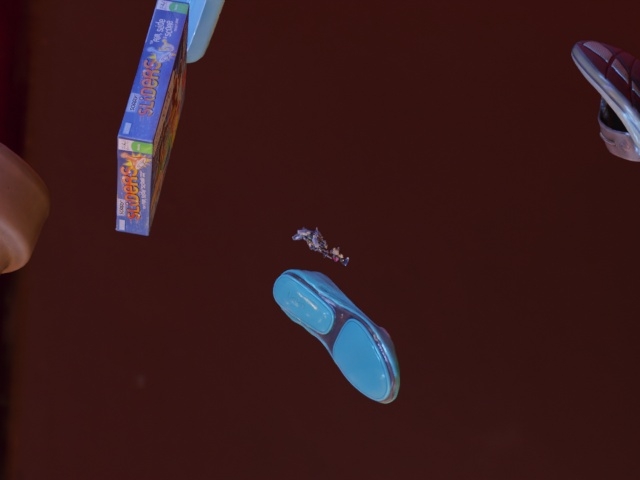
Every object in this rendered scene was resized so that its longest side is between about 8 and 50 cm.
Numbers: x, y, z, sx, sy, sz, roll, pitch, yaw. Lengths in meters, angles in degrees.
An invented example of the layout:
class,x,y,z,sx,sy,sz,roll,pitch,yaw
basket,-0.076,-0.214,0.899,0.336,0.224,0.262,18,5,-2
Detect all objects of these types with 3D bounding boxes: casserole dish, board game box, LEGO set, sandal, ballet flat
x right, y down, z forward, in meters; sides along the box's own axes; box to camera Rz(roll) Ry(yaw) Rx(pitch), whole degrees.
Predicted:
class,x,y,z,sx,sy,sz,roll,pitch,yaw
casserole dish,-0.167,-0.322,2.472,0.037,0.188,0.114,13,-165,-30
board game box,-0.166,-0.124,1.806,0.035,0.201,0.136,9,137,1
LEGO set,0.002,0.001,2.016,0.083,0.023,0.054,28,170,29
sandal,0.404,-0.131,2.302,0.120,0.302,0.086,-10,154,-50
ballet flat,0.042,0.118,2.410,0.087,0.247,0.083,-6,131,-48

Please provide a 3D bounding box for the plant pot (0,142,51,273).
class,x,y,z,sx,sy,sz,roll,pitch,yaw
plant pot,-0.373,0.023,1.422,0.263,0.229,0.263,17,160,6
